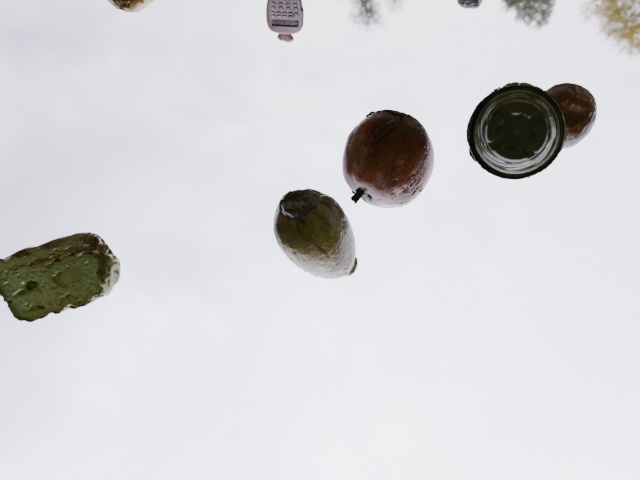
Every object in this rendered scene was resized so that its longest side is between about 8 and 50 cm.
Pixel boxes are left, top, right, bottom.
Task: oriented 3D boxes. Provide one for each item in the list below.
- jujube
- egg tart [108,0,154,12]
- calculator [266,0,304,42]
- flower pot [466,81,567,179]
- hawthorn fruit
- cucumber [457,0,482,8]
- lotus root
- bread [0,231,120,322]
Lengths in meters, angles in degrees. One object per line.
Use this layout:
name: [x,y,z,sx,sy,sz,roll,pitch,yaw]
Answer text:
jujube: [0.680,-0.350,1.778,0.189,0.190,0.255,1,-177,-3]
egg tart: [-0.312,-0.601,1.163,0.339,0.352,0.153,-13,167,40]
calculator: [-0.097,-0.614,1.690,0.103,0.166,0.024,3,-127,0]
flower pot: [0.455,-0.254,1.442,0.235,0.236,0.140,16,-170,14]
hawthorn fruit: [0.212,-0.243,1.901,0.315,0.316,0.316,2,-140,-2]
cucumber: [0.360,-0.609,1.464,0.064,0.112,0.064,0,-133,0]
lotus root: [0.000,0.000,1.064,0.138,0.214,0.139,-24,-141,21]
bread: [-0.462,0.062,1.096,0.231,0.128,0.088,-16,-171,10]
